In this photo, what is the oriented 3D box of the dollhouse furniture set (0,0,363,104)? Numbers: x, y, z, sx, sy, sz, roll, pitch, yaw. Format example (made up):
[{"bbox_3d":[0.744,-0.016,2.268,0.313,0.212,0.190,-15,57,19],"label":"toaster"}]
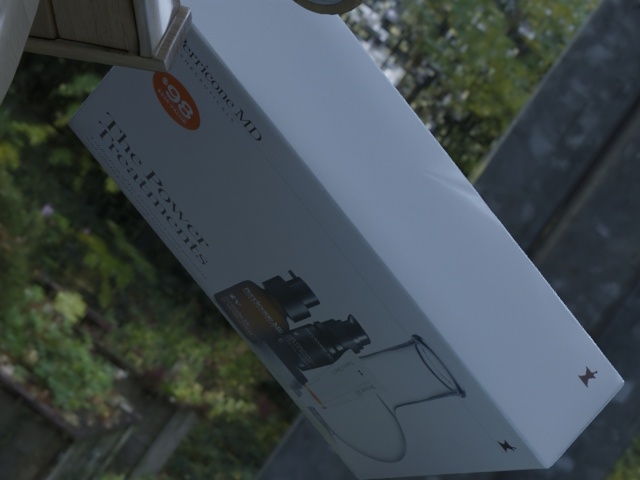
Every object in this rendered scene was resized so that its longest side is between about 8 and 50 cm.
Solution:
[{"bbox_3d":[-0.148,-0.051,0.511,0.303,0.356,0.174,9,-41,10],"label":"dollhouse furniture set"}]

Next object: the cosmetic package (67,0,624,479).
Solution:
[{"bbox_3d":[0.000,0.000,0.943,0.377,0.097,0.284,51,-27,-6],"label":"cosmetic package"}]
